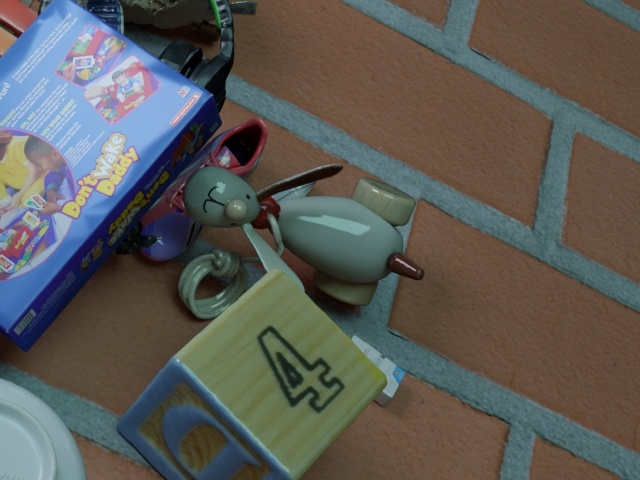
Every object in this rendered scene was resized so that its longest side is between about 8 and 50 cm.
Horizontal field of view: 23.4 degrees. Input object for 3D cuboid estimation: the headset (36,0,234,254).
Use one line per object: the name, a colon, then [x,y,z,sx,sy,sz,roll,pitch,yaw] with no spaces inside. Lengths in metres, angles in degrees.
headset: [-0.229,-0.180,1.867,0.243,0.185,0.394,2,83,-2]

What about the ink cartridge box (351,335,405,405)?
ink cartridge box: [0.061,0.165,1.967,0.083,0.028,0.048,37,49,-4]

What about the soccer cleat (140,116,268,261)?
soccer cleat: [-0.150,-0.069,1.956,0.083,0.095,0.248,41,48,0]

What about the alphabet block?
alphabet block: [-0.078,0.187,1.767,0.193,0.192,0.197,46,48,2]

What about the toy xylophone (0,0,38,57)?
toy xylophone: [-0.445,-0.222,1.897,0.236,0.081,0.323,27,50,-13]

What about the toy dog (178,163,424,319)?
toy dog: [0.000,0.000,1.893,0.333,0.220,0.161,-10,25,-35]

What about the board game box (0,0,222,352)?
board game box: [-0.312,-0.082,1.741,0.233,0.078,0.347,35,76,17]

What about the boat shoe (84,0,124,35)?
boat shoe: [-0.276,-0.224,1.997,0.066,0.066,0.183,4,83,-3]

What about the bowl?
bowl: [-0.361,0.251,1.597,0.298,0.134,0.298,14,54,-21]

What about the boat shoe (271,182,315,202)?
boat shoe: [-0.039,-0.057,2.058,0.100,0.035,0.035,-31,106,-44]

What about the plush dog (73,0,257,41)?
plush dog: [-0.196,-0.408,2.099,0.210,0.262,0.225,30,51,-55]
